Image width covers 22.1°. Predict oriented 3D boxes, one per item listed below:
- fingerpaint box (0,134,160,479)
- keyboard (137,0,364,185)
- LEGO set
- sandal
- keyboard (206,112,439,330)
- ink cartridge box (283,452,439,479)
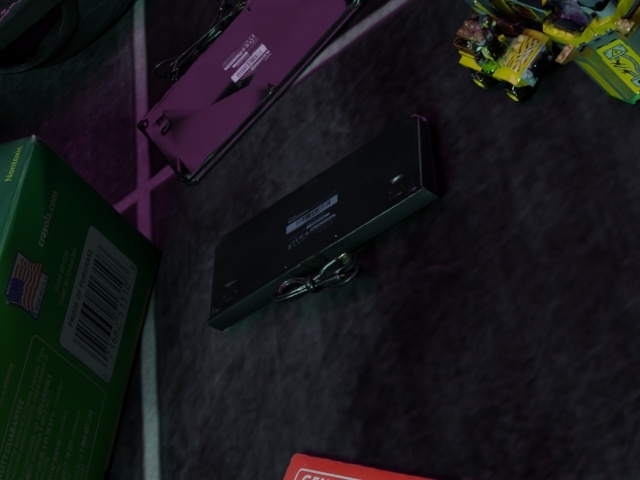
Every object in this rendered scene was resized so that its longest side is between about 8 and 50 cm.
[{"bbox_3d":[-0.339,0.177,1.087,0.371,0.163,0.445,-10,53,30],"label":"fingerpaint box"},{"bbox_3d":[-0.051,-0.132,1.202,0.192,0.038,0.100,-45,60,10],"label":"keyboard"},{"bbox_3d":[0.150,-0.259,0.932,0.331,0.192,0.255,-50,36,5],"label":"LEGO set"},{"bbox_3d":[-0.204,-0.232,1.405,0.445,0.107,0.167,-32,38,7],"label":"sandal"},{"bbox_3d":[0.000,0.000,1.033,0.180,0.023,0.108,-33,34,27],"label":"keyboard"},{"bbox_3d":[0.013,0.227,0.791,0.296,0.066,0.261,2,63,49],"label":"ink cartridge box"}]
